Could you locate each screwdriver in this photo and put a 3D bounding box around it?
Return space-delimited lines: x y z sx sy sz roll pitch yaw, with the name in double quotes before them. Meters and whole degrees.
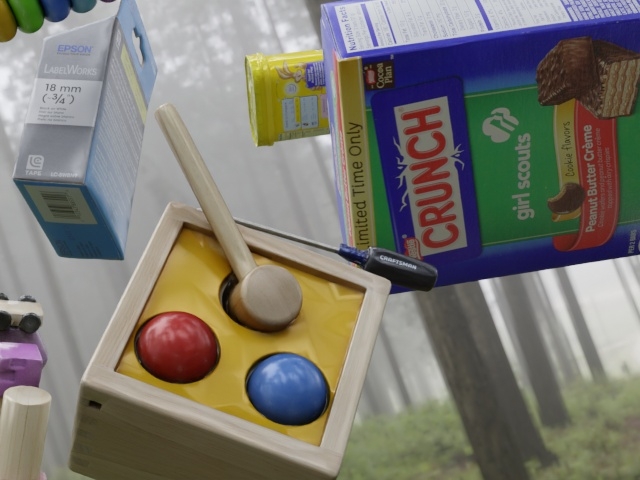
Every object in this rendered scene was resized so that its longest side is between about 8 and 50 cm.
"screwdriver" 0.000 0.000 0.789 0.170 0.025 0.024 21 3 -11

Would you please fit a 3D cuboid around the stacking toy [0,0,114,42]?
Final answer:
"stacking toy" -0.379 -0.300 1.415 0.330 0.141 0.141 -30 -3 -15

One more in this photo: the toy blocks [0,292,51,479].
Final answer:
"toy blocks" -0.412 0.213 1.137 0.288 0.260 0.309 6 15 -18

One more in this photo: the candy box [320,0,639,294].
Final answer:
"candy box" 0.170 -0.102 1.119 0.317 0.268 0.122 -8 36 -2

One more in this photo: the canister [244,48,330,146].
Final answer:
"canister" -0.011 -0.199 1.599 0.170 0.126 0.073 -8 30 -10

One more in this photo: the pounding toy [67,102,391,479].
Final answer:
"pounding toy" -0.042 0.036 0.528 0.130 0.141 0.100 20 -42 -1

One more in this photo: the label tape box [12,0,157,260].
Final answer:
"label tape box" -0.326 -0.171 1.674 0.106 0.334 0.240 3 -26 5
